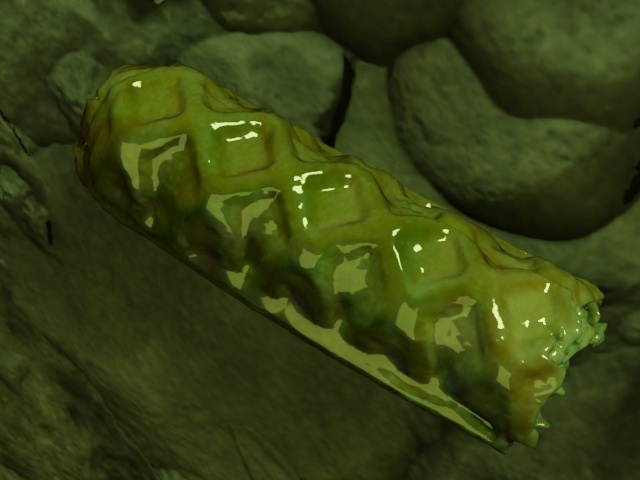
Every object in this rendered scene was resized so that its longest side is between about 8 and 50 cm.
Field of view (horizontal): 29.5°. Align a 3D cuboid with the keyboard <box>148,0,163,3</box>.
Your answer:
[{"bbox_3d":[-0.044,-0.157,0.522,0.166,0.017,0.055,-24,107,46],"label":"keyboard"}]

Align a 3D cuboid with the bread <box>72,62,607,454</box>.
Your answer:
[{"bbox_3d":[0.000,0.000,0.567,0.269,0.098,0.087,30,95,14],"label":"bread"}]
